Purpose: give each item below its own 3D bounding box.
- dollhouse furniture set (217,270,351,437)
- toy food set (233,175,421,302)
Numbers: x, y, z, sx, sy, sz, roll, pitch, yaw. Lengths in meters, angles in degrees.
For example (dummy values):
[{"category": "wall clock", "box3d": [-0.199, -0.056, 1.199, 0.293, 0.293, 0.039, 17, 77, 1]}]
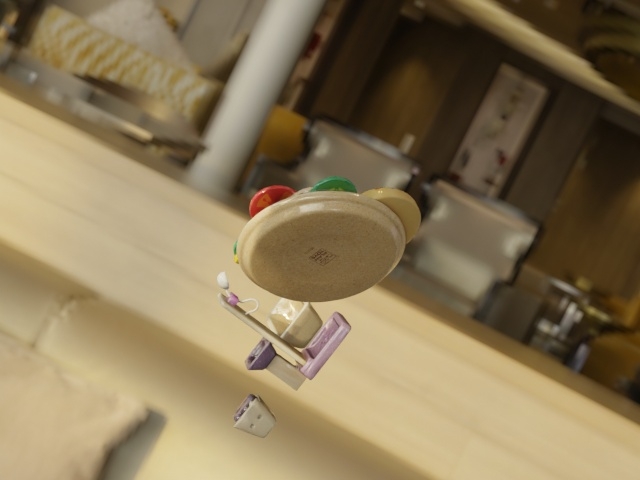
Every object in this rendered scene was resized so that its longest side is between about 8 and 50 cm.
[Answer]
[{"category": "dollhouse furniture set", "box3d": [-0.048, 0.054, 0.929, 0.081, 0.091, 0.114, 37, 3, -13]}, {"category": "toy food set", "box3d": [0.000, 0.000, 0.696, 0.082, 0.083, 0.020, 14, 48, -24]}]
